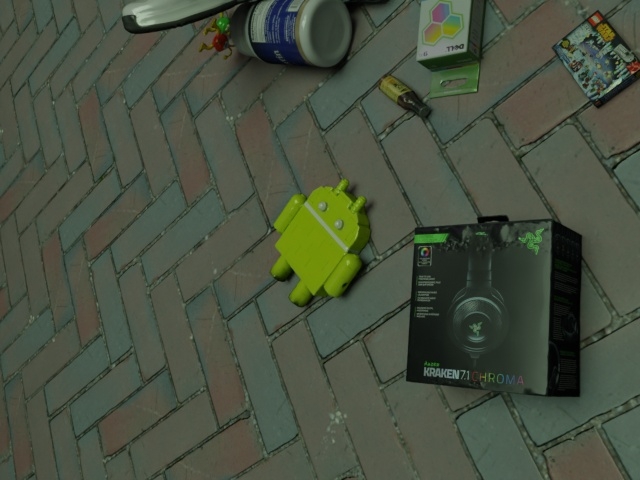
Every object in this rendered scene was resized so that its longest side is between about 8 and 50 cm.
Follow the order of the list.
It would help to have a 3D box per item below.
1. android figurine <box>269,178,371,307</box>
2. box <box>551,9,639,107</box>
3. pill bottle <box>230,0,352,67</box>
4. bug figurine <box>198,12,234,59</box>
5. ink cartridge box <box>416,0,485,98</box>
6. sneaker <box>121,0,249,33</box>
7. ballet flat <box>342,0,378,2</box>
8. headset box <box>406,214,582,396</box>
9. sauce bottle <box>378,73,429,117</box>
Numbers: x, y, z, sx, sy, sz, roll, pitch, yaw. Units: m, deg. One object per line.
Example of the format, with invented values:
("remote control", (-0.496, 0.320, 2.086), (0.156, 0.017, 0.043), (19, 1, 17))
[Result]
("android figurine", (0.000, 0.000, 1.439), (0.273, 0.056, 0.248), (-54, 52, 20))
("box", (0.456, -0.299, 1.134), (0.094, 0.027, 0.137), (-39, 58, 26))
("pill bottle", (-0.072, -0.469, 1.537), (0.265, 0.153, 0.153), (17, 92, 42))
("bug figurine", (-0.209, -0.580, 1.693), (0.279, 0.072, 0.216), (-60, 21, 15))
("ink cartridge box", (0.246, -0.385, 1.308), (0.109, 0.062, 0.209), (1, 82, 40))
("sneaker", (-0.247, -0.619, 1.469), (0.169, 0.448, 0.257), (37, 151, 65))
("ballet flat", (0.072, -0.539, 1.491), (0.188, 0.070, 0.070), (21, 95, 45))
("headset box", (0.283, 0.101, 1.124), (0.246, 0.131, 0.283), (-2, 79, 39))
("sauce bottle", (0.167, -0.286, 1.369), (0.128, 0.042, 0.042), (45, 110, 35))
